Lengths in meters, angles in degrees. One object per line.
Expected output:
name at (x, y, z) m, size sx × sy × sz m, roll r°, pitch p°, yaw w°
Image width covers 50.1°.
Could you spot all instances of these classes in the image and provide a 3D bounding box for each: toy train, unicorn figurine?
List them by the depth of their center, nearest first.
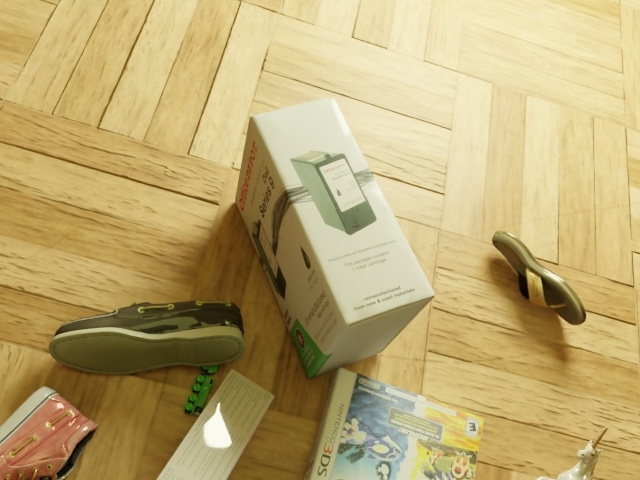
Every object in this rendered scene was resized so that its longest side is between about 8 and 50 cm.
toy train at (-0.146, 0.179, 0.851) m, size 0.023 × 0.017 × 0.083 m, roll 27°, pitch 59°, yaw -13°
unicorn figurine at (0.328, 0.333, 0.885) m, size 0.111 × 0.060 × 0.162 m, roll -9°, pitch 82°, yaw -20°

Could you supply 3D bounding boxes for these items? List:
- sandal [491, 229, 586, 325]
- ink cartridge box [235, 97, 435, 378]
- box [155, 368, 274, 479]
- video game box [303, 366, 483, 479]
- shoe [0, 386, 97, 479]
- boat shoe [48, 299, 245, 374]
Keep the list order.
sandal at (0.313, 0.062, 1.014) m, size 0.049 × 0.072 × 0.180 m, roll -40°, pitch 77°, yaw -13°
ink cartridge box at (0.000, 0.000, 0.875) m, size 0.121 × 0.211 × 0.289 m, roll -16°, pitch 68°, yaw -21°
box at (-0.148, 0.272, 0.713) m, size 0.067 × 0.063 × 0.324 m, roll 32°, pitch 39°, yaw 1°
video game box at (0.089, 0.279, 0.848) m, size 0.205 × 0.048 × 0.187 m, roll 20°, pitch 62°, yaw -5°
shoe at (-0.326, 0.247, 0.738) m, size 0.081 × 0.063 × 0.178 m, roll 32°, pitch 55°, yaw 8°
boat shoe at (-0.208, 0.113, 0.837) m, size 0.227 × 0.081 × 0.069 m, roll 0°, pitch 44°, yaw -11°
